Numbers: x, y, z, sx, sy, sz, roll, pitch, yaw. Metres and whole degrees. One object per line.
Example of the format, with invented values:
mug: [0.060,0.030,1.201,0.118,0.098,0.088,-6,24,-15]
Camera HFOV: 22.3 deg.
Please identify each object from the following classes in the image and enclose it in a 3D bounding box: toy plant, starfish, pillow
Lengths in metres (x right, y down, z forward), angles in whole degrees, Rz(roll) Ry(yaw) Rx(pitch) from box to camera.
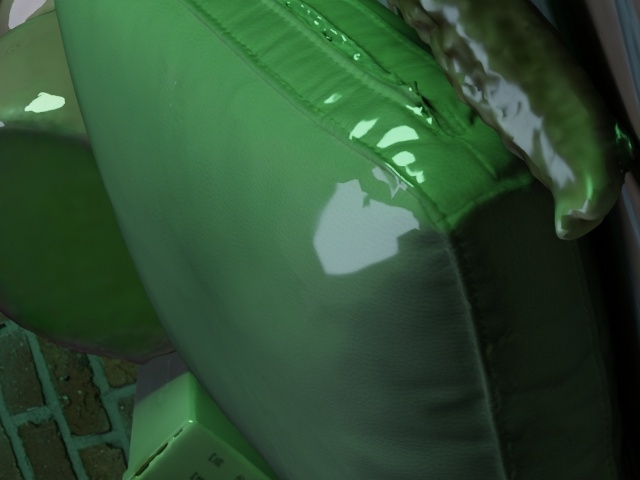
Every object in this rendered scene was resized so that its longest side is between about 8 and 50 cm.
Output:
toy plant: [-0.083,-0.091,0.973,0.356,0.210,0.317,-76,-9,-45]
starfish: [-0.012,-0.202,0.467,0.432,0.082,0.324,-102,-8,-47]
pillow: [0.000,0.000,0.626,0.322,0.119,0.255,43,154,49]

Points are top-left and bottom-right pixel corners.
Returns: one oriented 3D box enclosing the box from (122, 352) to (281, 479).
box: [0.037,0.188,0.962,0.353,0.069,0.214,43,-170,-15]
